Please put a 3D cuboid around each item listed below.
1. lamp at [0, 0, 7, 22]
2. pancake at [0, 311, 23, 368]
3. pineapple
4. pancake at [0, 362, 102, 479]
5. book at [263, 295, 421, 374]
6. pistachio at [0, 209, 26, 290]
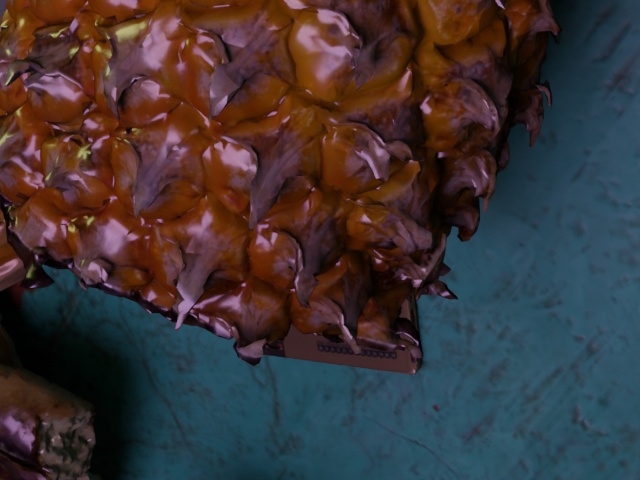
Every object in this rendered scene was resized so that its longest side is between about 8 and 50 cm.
[{"bbox_3d":[-0.255,-0.281,1.143,0.266,0.047,0.269,42,127,8],"label":"lamp"},{"bbox_3d":[-0.407,0.110,1.414,0.387,0.082,0.387,11,124,17],"label":"pancake"},{"bbox_3d":[-0.024,-0.119,0.938,0.352,0.352,0.300,32,113,12],"label":"pineapple"},{"bbox_3d":[-0.356,0.201,1.359,0.426,0.067,0.305,2,128,23],"label":"pancake"},{"bbox_3d":[0.000,0.000,1.169,0.138,0.016,0.199,5,117,27],"label":"book"},{"bbox_3d":[-0.268,-0.036,1.220,0.229,0.157,0.157,-23,102,16],"label":"pistachio"}]
